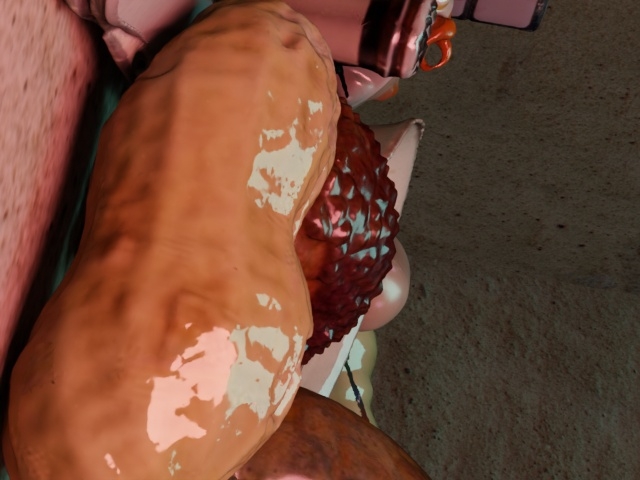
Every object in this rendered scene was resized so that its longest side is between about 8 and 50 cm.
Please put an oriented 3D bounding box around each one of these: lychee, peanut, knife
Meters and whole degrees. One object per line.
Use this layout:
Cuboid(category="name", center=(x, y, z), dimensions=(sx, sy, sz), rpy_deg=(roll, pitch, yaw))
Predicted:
Cuboid(category="lychee", center=(-0.043, -0.022, 0.839), dimensions=(0.188, 0.188, 0.188), rpy_deg=(10, 90, -90))
Cuboid(category="peanut", center=(-0.060, 0.006, 0.635), dimensions=(0.130, 0.130, 0.290), rpy_deg=(99, 4, -65))
Cuboid(category="knife", center=(-0.088, -0.114, 0.671), dimensions=(0.265, 0.040, 0.073), rpy_deg=(96, 15, -87))

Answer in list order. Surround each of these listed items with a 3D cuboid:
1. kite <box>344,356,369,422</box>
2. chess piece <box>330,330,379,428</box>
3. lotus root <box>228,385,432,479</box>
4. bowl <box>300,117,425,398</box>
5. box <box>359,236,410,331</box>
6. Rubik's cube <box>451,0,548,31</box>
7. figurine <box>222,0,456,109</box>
Cuboid(category="kite", center=(-0.009, 0.085, 1.271), dimensions=(0.015, 0.169, 0.310), rpy_deg=(-39, -120, 35))
Cuboid(category="chess piece", center=(0.008, 0.217, 1.352), dimensions=(0.234, 0.234, 0.442), rpy_deg=(100, -23, -63))
Cuboid(category="lotus root", center=(-0.023, 0.217, 0.832), dimensions=(0.346, 0.250, 0.251), rpy_deg=(44, 48, -46))
Cuboid(category="bowl", center=(-0.039, 0.023, 1.062), dimensions=(0.313, 0.146, 0.313), rpy_deg=(23, 90, -82))
Cuboid(category="box", center=(0.000, 0.000, 1.264), dimensions=(0.088, 0.200, 0.146), rpy_deg=(-47, -170, 20))
Cuboid(category="Rubik's cube", center=(0.131, -0.484, 1.499), dimensions=(0.344, 0.337, 0.345), rpy_deg=(99, 2, -60))
Cuboid(category="figurine", center=(0.009, -0.211, 1.223), dimensions=(0.320, 0.196, 0.323), rpy_deg=(-30, -161, 28))
